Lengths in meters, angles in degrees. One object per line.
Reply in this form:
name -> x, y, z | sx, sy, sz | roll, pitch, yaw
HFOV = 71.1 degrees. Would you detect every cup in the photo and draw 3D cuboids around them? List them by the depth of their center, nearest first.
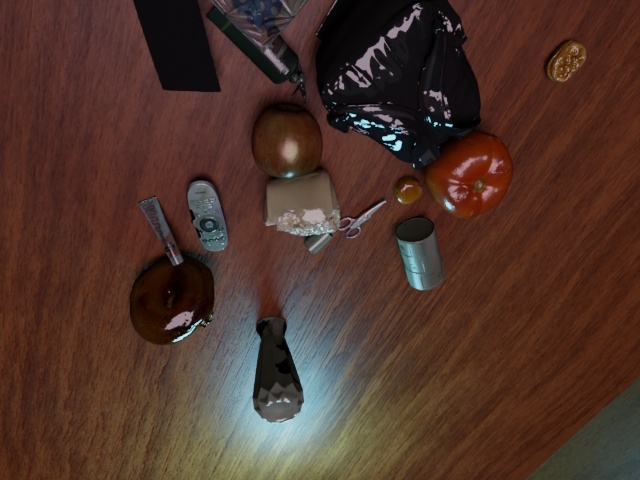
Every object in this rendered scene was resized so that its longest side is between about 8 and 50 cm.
cup -> 0.000, 0.002, 1.428 | 0.083, 0.054, 0.075 | -41, 121, 14

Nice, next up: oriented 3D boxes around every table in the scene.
table -> 0.332, 0.045, 1.480 | 0.126, 0.126, 0.220 | -21, 127, 3

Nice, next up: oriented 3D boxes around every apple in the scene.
apple -> -0.085, -0.255, 1.152 | 0.188, 0.188, 0.174 | -1, 119, -11

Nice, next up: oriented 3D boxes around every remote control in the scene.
remote control -> -0.331, -0.070, 1.318 | 0.097, 0.045, 0.256 | -6, 128, -6

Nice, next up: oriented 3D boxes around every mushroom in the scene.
mushroom -> -0.460, 0.189, 1.385 | 0.267, 0.267, 0.254 | 9, 149, -17

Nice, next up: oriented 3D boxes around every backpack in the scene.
backpack -> 0.213, -0.368, 1.091 | 0.363, 0.255, 0.445 | -40, 135, 25

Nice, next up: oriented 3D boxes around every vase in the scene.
vase -> -0.151, 0.420, 1.497 | 0.165, 0.360, 0.165 | -5, 124, -8

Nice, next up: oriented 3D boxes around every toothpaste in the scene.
toothpaste -> -0.457, -0.025, 1.299 | 0.056, 0.036, 0.205 | -23, 103, 0

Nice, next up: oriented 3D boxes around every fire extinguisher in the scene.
fire extinguisher -> -0.125, -0.454, 1.063 | 0.093, 0.118, 0.294 | -19, 132, 43

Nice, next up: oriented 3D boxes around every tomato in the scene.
tomato -> 0.429, -0.194, 1.301 | 0.259, 0.180, 0.260 | -8, 126, -10

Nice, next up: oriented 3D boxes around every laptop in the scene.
laptop -> 0.101, -0.517, 1.115 | 0.197, 0.016, 0.135 | 26, 117, -24

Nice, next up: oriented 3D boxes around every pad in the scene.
pad -> -0.327, -0.455, 1.018 | 0.163, 0.004, 0.243 | 7, 134, 14

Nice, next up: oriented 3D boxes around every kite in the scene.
kite -> -0.135, -0.571, 0.958 | 0.335, 0.011, 0.314 | -5, 104, -19

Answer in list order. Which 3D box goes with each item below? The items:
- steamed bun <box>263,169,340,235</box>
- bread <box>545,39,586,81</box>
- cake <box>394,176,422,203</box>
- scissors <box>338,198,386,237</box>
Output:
steamed bun -> -0.058, -0.087, 1.285 | 0.225, 0.170, 0.200 | -11, 130, -2
bread -> 0.672, -0.492, 1.228 | 0.083, 0.044, 0.111 | 29, 113, -23
cake -> 0.271, -0.154, 1.381 | 0.084, 0.044, 0.084 | -5, 126, -6
scissors -> 0.138, -0.075, 1.421 | 0.176, 0.022, 0.085 | -37, 120, 18
